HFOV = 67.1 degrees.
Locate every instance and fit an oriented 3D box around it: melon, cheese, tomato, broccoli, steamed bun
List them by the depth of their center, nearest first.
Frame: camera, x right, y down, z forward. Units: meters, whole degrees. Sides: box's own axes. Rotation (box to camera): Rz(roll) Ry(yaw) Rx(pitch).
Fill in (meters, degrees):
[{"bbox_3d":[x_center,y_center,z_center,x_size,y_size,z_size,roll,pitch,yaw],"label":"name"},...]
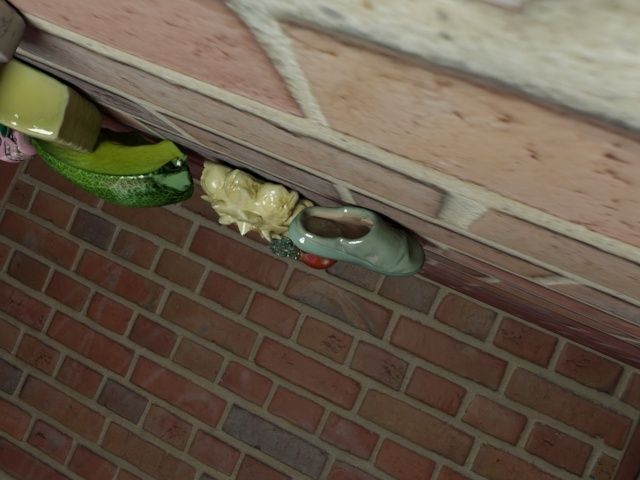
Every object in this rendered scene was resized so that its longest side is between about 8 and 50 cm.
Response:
[{"bbox_3d":[-0.576,-0.272,0.934,0.243,0.123,0.265,20,180,-12],"label":"cheese"},{"bbox_3d":[-0.153,-0.077,1.122,0.296,0.137,0.292,20,180,42],"label":"steamed bun"},{"bbox_3d":[-0.466,-0.179,1.174,0.344,0.226,0.331,37,-175,39],"label":"melon"},{"bbox_3d":[0.000,0.000,1.371,0.168,0.167,0.167,24,179,0],"label":"tomato"},{"bbox_3d":[-0.098,-0.044,1.573,0.199,0.177,0.275,18,-168,-5],"label":"broccoli"}]

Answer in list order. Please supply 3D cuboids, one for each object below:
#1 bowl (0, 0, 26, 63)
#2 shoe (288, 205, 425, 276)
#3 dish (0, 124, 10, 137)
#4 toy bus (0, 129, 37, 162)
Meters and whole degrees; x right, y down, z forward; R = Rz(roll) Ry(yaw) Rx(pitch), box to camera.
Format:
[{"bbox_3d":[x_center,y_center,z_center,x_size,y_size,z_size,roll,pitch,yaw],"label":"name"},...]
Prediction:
[{"bbox_3d":[-0.440,-0.210,0.425,0.287,0.143,0.287,24,180,0],"label":"bowl"},{"bbox_3d":[0.076,-0.011,0.802,0.251,0.103,0.100,11,140,-19],"label":"shoe"},{"bbox_3d":[-0.791,-0.353,1.103,0.246,0.224,0.078,41,-141,-13],"label":"dish"},{"bbox_3d":[-0.742,-0.295,1.173,0.090,0.203,0.063,-5,179,22],"label":"toy bus"}]
